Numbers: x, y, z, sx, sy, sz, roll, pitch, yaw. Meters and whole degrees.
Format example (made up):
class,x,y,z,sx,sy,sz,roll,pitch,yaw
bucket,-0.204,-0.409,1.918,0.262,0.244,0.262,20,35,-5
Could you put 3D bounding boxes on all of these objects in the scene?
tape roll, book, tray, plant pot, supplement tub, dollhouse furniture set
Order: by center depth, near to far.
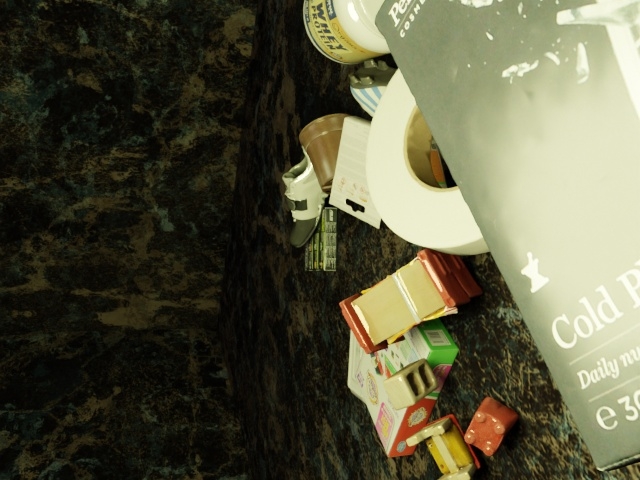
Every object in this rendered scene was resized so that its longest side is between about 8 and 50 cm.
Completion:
class,x,y,z,sx,sy,sz,roll,pitch,yaw
tape roll,0.233,-0.170,0.993,0.392,0.072,0.391,-19,64,45
dollhouse furniture set,0.218,0.212,1.091,0.201,0.152,0.373,-34,76,30
book,0.198,-0.158,1.266,0.035,0.097,0.144,129,139,-60
supplement tub,0.110,-0.515,1.346,0.316,0.229,0.228,-156,68,-69
tray,0.106,0.285,1.601,0.145,0.030,0.270,-166,78,-69
plant pot,0.044,-0.220,1.641,0.167,0.167,0.165,126,133,-58

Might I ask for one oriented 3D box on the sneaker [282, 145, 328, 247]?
class,x,y,z,sx,sy,sz,roll,pitch,yaw
sneaker,-0.057,-0.138,1.834,0.122,0.146,0.330,-114,41,-62

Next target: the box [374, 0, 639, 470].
class,x,y,z,sx,sy,sz,roll,pitch,yaw
box,0.333,-0.163,0.425,0.480,0.298,0.471,-54,45,47

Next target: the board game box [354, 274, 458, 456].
class,x,y,z,sx,sy,sz,roll,pitch,yaw
board game box,0.174,0.272,1.355,0.242,0.064,0.316,-115,32,-51

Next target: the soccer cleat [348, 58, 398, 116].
class,x,y,z,sx,sy,sz,roll,pitch,yaw
soccer cleat,0.191,-0.297,1.315,0.331,0.116,0.143,35,164,51

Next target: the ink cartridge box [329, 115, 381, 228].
class,x,y,z,sx,sy,sz,roll,pitch,yaw
ink cartridge box,0.114,-0.166,1.481,0.181,0.056,0.224,31,122,40

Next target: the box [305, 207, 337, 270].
class,x,y,z,sx,sy,sz,roll,pitch,yaw
box,0.000,0.000,1.903,0.184,0.045,0.190,170,101,-68
